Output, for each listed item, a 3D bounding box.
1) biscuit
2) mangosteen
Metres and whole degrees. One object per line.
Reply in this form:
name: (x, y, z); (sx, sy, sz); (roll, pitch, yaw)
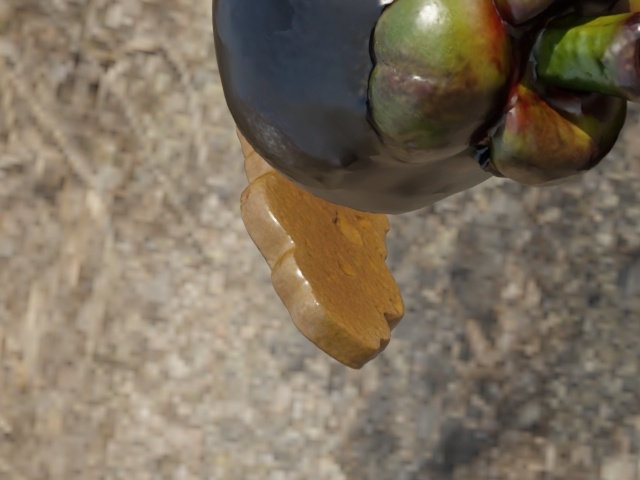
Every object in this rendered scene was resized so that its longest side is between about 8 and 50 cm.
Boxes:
biscuit: (-0.002, 0.002, 1.691); (0.044, 0.186, 0.295); (-44, 24, 22)
mangosteen: (0.079, -0.139, 1.141); (0.287, 0.287, 0.233); (-13, 75, 52)
